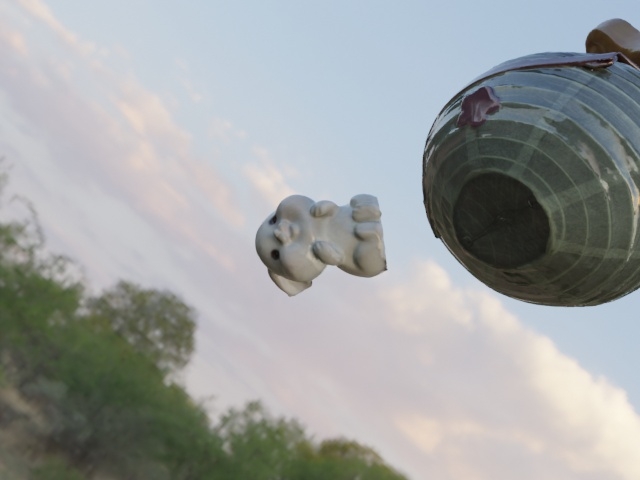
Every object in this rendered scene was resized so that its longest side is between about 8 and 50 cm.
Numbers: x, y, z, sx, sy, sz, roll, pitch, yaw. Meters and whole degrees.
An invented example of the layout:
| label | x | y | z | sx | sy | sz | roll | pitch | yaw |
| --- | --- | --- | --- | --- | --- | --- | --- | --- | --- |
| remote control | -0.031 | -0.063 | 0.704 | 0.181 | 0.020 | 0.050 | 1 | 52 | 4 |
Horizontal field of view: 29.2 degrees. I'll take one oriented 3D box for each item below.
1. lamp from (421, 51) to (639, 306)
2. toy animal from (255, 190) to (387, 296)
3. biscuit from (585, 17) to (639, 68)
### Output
| label | x | y | z | sx | sy | sz | roll | pitch | yaw |
| --- | --- | --- | --- | --- | --- | --- | --- | --- | --- |
| lamp | 0.215 | -0.057 | 1.103 | 0.265 | 0.233 | 0.233 | -15 | -53 | 42 |
| toy animal | 0.006 | 0.003 | 1.834 | 0.178 | 0.193 | 0.128 | 52 | 29 | -72 |
| biscuit | 0.425 | -0.075 | 1.444 | 0.365 | 0.062 | 0.385 | 43 | -19 | 48 |
